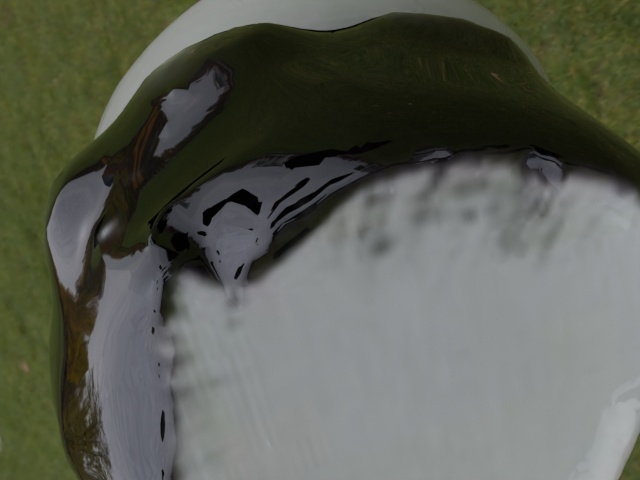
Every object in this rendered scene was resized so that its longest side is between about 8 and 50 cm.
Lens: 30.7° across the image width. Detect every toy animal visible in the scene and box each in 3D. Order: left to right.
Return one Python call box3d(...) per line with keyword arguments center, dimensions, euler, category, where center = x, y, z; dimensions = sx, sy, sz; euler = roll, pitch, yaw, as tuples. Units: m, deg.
box3d(center=(0.000, 0.000, 0.492), dimensions=(0.310, 0.251, 0.250), euler=(-132, 31, -63), category="toy animal")
